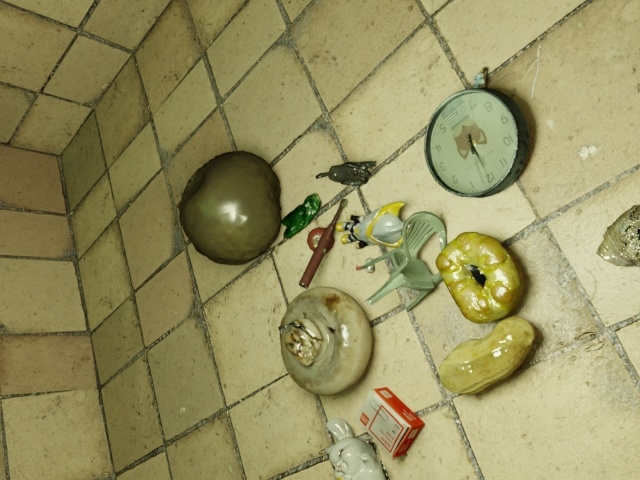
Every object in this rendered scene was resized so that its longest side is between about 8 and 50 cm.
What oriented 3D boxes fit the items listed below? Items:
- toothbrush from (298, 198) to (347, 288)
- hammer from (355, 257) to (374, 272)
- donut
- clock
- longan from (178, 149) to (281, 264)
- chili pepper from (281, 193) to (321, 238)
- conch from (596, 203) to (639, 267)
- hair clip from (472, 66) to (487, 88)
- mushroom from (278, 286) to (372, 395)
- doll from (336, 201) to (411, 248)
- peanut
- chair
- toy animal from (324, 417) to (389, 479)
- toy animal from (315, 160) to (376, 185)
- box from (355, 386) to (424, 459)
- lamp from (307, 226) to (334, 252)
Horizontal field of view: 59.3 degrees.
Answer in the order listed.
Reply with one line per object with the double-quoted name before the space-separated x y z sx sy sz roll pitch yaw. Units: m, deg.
"toothbrush" 0.014 0.007 1.982 0.040 0.041 0.364 8 64 42
"hammer" 0.151 0.092 1.942 0.083 0.031 0.053 -18 69 46
"donut" 0.461 0.100 1.595 0.208 0.128 0.262 -39 60 30
"clock" 0.449 -0.286 1.654 0.325 0.067 0.325 9 103 46
"longan" -0.353 -0.124 2.185 0.403 0.403 0.436 -17 74 39
"chili pepper" -0.081 -0.090 2.152 0.224 0.061 0.098 -40 60 29
"conch" 0.778 -0.007 1.346 0.245 0.163 0.178 -16 40 57
"hair clip" 0.479 -0.422 1.699 0.062 0.056 0.214 146 123 -75
"mushroom" -0.008 0.334 1.871 0.362 0.294 0.363 -8 78 41
"doll" 0.185 -0.043 1.883 0.316 0.103 0.146 -6 84 47
"peanut" 0.463 0.323 1.560 0.305 0.147 0.147 -39 60 32
"chair" 0.271 0.066 1.727 0.274 0.203 0.191 -43 47 35
"toy animal" 0.112 0.741 1.815 0.325 0.154 0.209 -131 40 -57
"toy animal" 0.096 -0.244 1.954 0.232 0.148 0.085 1 84 42
"box" 0.216 0.572 1.771 0.182 0.099 0.133 41 113 38
"lamp" 0.000 0.000 2.048 0.101 0.090 0.101 2 101 10
